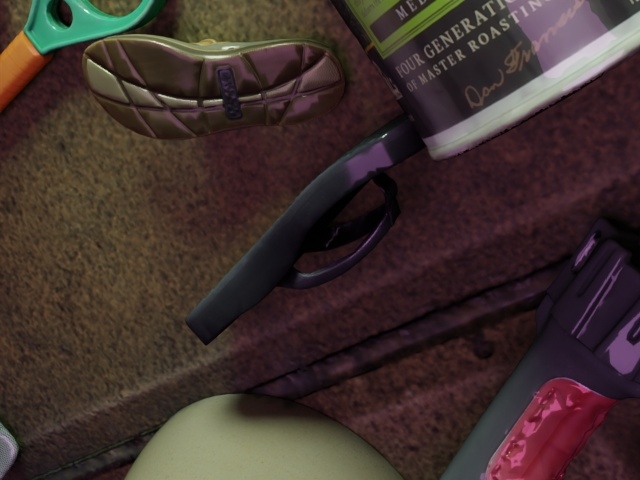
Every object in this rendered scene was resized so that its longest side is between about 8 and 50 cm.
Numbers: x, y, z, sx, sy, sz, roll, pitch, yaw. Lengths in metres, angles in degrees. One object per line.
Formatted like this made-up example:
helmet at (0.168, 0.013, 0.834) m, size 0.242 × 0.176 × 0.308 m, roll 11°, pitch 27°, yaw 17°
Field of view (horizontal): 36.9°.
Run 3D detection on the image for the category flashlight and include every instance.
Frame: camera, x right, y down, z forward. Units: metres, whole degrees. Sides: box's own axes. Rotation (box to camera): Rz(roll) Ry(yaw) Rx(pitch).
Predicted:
flashlight at (0.134, 0.144, 0.594) m, size 0.103 × 0.103 × 0.304 m, roll 28°, pitch 112°, yaw -7°

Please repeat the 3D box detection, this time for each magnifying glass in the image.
magnifying glass at (-0.190, -0.158, 0.691) m, size 0.231 × 0.026 × 0.092 m, roll -35°, pitch 94°, yaw 34°

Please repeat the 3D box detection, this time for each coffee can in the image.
coffee can at (0.060, -0.206, 0.443) m, size 0.201 × 0.201 × 0.275 m, roll -31°, pitch 96°, yaw 33°

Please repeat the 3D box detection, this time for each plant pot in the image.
plant pot at (-0.069, 0.289, 0.730) m, size 0.284 × 0.191 × 0.284 m, roll 11°, pitch 116°, yaw 22°

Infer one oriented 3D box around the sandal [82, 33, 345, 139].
sandal at (-0.070, -0.109, 0.645) m, size 0.180 × 0.049 × 0.072 m, roll -1°, pitch 118°, yaw 11°

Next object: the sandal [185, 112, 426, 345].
sandal at (0.000, 0.000, 0.633) m, size 0.054 × 0.097 × 0.254 m, roll 47°, pitch 134°, yaw 2°

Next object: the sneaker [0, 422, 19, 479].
sneaker at (-0.373, 0.285, 0.905) m, size 0.210 × 0.137 × 0.366 m, roll -20°, pitch 99°, yaw 34°
